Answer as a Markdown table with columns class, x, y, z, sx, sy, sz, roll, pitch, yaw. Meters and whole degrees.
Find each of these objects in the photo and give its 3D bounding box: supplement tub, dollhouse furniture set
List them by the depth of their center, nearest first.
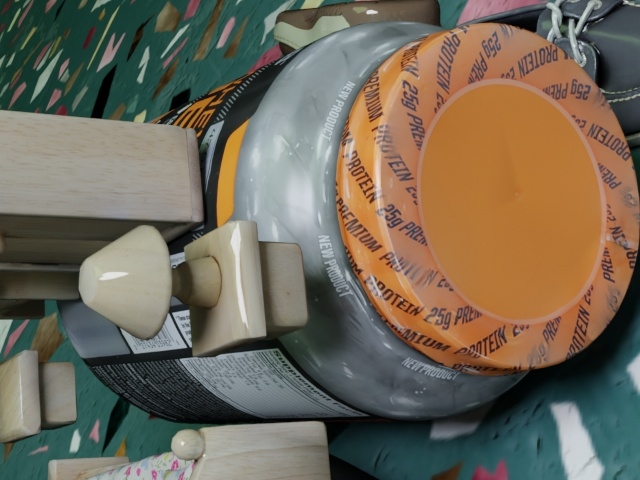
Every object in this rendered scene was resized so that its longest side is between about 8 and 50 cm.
| class | x | y | z | sx | sy | sz | roll | pitch | yaw |
| --- | --- | --- | --- | --- | --- | --- | --- | --- | --- |
| dollhouse furniture set | -0.146 | 0.133 | 0.543 | 0.303 | 0.173 | 0.356 | -24 | 67 | 55 |
| supplement tub | 0.000 | 0.000 | 0.663 | 0.316 | 0.193 | 0.194 | -13 | 52 | 55 |

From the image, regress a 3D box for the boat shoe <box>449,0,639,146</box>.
| class | x | y | z | sx | sy | sz | roll | pitch | yaw |
| --- | --- | --- | --- | --- | --- | --- | --- | --- | --- |
| boat shoe | 0.133 | -0.096 | 0.670 | 0.206 | 0.065 | 0.075 | 5 | 67 | 61 |

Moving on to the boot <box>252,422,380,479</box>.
| class | x | y | z | sx | sy | sz | roll | pitch | yaw |
| --- | --- | --- | --- | --- | --- | --- | --- | --- | --- |
| boot | -0.021 | 0.224 | 0.587 | 0.229 | 0.091 | 0.263 | -59 | 28 | 0 |

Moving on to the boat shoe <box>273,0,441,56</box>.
| class | x | y | z | sx | sy | sz | roll | pitch | yaw |
| --- | --- | --- | --- | --- | --- | --- | --- | --- | --- |
| boat shoe | 0.021 | -0.114 | 0.859 | 0.257 | 0.095 | 0.095 | -121 | 26 | -79 |
